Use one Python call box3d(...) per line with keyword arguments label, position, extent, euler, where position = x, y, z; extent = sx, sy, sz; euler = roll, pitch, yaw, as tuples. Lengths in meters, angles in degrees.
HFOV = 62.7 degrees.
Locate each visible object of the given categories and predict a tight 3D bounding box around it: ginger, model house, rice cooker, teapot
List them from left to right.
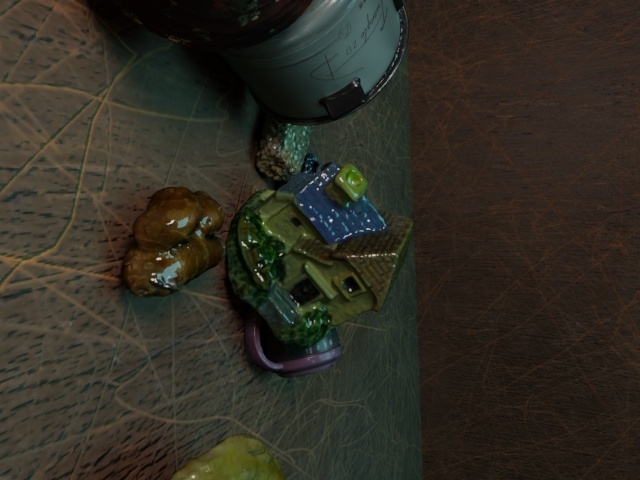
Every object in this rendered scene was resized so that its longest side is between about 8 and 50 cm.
box3d(label="ginger", position=(-0.146, -0.009, 0.537), extent=(0.162, 0.074, 0.103), euler=(-41, 141, -75))
box3d(label="teapot", position=(-0.050, 0.131, 0.800), extent=(0.116, 0.148, 0.145), euler=(153, -75, -70))
box3d(label="rice cooker", position=(-0.018, -0.285, 0.675), extent=(0.227, 0.241, 0.280), euler=(40, 25, -62))
box3d(label="model house", position=(0.005, 0.002, 0.700), extent=(0.214, 0.189, 0.195), euler=(54, 36, -8))

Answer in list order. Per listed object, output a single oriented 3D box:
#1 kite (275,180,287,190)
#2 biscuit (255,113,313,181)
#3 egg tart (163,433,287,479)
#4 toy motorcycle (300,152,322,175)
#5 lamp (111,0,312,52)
box3d(label="kite", position=(-0.062, -0.093, 0.900), extent=(0.078, 0.002, 0.044), euler=(20, 69, -70))
box3d(label="biscuit", position=(-0.054, -0.176, 0.823), extent=(0.082, 0.071, 0.168), euler=(40, 51, -47))
box3d(label="egg tart", position=(-0.127, 0.342, 0.464), extent=(0.345, 0.133, 0.345), euler=(-2, 90, -71))
box3d(label="toy motorcycle", position=(0.000, 0.000, 0.924), extent=(0.173, 0.108, 0.307), euler=(-43, 131, -73))
box3d(label="lamp", position=(-0.098, -0.286, 0.449), extent=(0.247, 0.247, 0.246), euler=(-1, 90, -72))
